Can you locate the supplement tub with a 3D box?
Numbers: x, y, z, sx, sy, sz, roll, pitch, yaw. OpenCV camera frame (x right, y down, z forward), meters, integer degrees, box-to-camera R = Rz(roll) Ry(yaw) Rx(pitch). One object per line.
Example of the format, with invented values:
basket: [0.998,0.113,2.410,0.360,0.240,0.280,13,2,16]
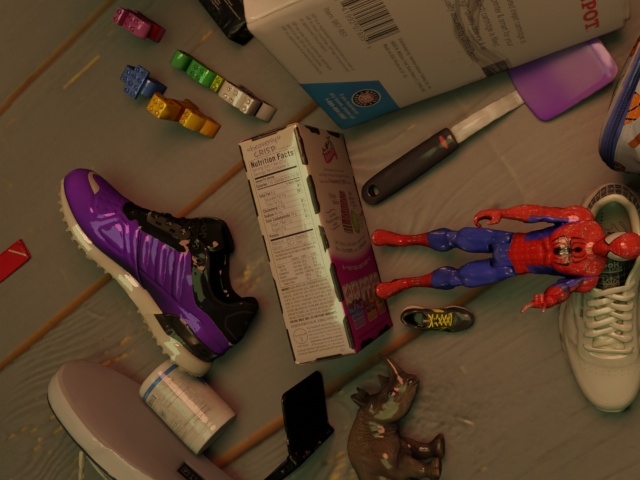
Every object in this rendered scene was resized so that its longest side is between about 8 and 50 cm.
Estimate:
supplement tub: [-0.163,0.200,0.906,0.107,0.071,0.071,43,106,10]

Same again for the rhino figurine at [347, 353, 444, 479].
rhino figurine: [0.084,0.248,0.826,0.106,0.073,0.243,-9,90,16]

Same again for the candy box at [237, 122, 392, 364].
candy box: [0.000,0.000,0.790,0.071,0.159,0.233,-14,88,19]

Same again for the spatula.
spatula: [0.164,-0.125,0.793,0.296,0.030,0.084,-33,82,18]

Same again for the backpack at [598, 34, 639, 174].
backpack: [0.357,-0.122,0.605,0.213,0.263,0.276,18,100,17]

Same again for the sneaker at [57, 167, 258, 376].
sneaker: [-0.181,0.007,0.890,0.146,0.102,0.293,-40,86,13]

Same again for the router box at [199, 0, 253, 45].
router box: [-0.104,-0.340,0.860,0.133,0.046,0.179,-39,82,17]

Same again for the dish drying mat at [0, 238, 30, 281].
dish drying mat: [-0.435,0.033,1.019,0.083,0.008,0.032,-34,84,18]

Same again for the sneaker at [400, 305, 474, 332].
sneaker: [0.127,0.090,0.818,0.083,0.035,0.031,-2,94,19]

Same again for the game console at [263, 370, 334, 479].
game console: [-0.037,0.217,0.837,0.107,0.122,0.071,-42,80,17]

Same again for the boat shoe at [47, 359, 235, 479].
boat shoe: [-0.213,0.314,0.911,0.367,0.136,0.156,40,109,2]

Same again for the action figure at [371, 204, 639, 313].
action figure: [0.151,0.017,0.702,0.280,0.139,0.091,-7,89,40]

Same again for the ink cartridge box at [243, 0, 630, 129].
ink cartridge box: [0.108,-0.248,0.690,0.307,0.223,0.129,-17,67,19]

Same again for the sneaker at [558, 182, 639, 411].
sneaker: [0.283,0.060,0.734,0.090,0.095,0.235,-2,95,17]

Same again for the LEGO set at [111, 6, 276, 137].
LEGO set: [-0.177,-0.185,0.870,0.227,0.093,0.087,36,104,13]
